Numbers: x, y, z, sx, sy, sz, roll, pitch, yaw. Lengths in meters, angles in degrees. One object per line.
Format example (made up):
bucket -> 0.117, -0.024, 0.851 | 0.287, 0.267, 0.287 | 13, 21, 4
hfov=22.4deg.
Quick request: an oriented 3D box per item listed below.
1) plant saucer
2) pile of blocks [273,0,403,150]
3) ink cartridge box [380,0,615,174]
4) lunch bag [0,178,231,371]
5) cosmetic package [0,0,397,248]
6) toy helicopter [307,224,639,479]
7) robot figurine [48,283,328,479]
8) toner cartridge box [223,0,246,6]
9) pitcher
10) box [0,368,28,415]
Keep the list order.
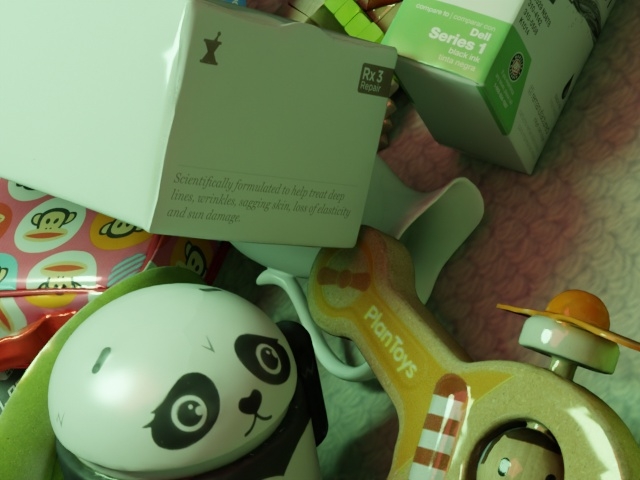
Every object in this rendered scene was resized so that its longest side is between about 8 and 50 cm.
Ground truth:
plant saucer -> -0.149, 0.132, 1.215 | 0.037, 0.241, 0.241 | 33, 86, 26
pile of blocks -> -0.020, -0.143, 1.366 | 0.362, 0.112, 0.149 | -26, 49, 25
ink cartridge box -> 0.149, -0.186, 1.210 | 0.092, 0.160, 0.219 | 22, 78, 27
lunch bag -> -0.228, 0.011, 1.345 | 0.293, 0.120, 0.258 | -2, 44, 25
cosmetic package -> -0.161, -0.115, 1.165 | 0.385, 0.217, 0.156 | 21, 100, 41
toy helicopter -> 0.094, 0.095, 1.048 | 0.235, 0.140, 0.355 | -56, 42, 19
robot figurine -> -0.082, 0.163, 1.096 | 0.174, 0.278, 0.209 | -8, 30, 3
toner cartridge box -> -0.197, -0.224, 1.431 | 0.348, 0.075, 0.165 | -7, 77, 49
pitcher -> 0.000, 0.000, 1.257 | 0.207, 0.125, 0.177 | 24, 87, 34
box -> -0.353, 0.171, 1.458 | 0.307, 0.076, 0.242 | -46, 44, 6
